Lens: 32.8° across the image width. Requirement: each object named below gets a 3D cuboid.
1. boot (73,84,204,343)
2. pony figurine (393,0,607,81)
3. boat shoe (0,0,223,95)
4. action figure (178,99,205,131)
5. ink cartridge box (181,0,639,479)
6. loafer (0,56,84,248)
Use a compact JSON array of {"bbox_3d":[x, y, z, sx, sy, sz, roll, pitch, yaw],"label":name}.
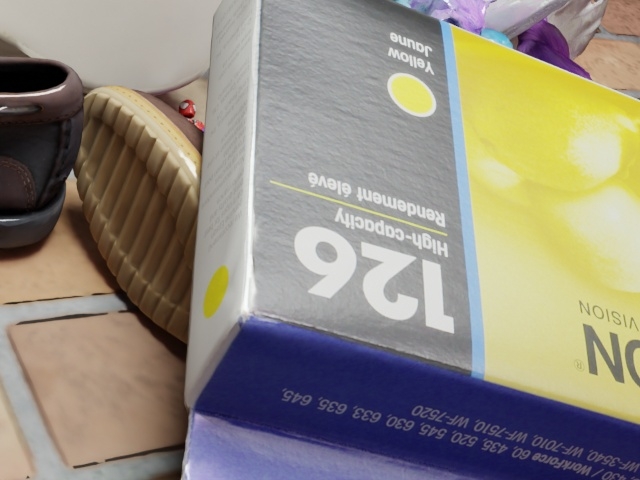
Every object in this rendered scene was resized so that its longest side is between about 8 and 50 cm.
[{"bbox_3d":[0.000,0.000,0.605,0.248,0.090,0.207,49,37,14],"label":"boot"},{"bbox_3d":[0.112,-0.169,0.779,0.363,0.303,0.351,37,67,4],"label":"pony figurine"},{"bbox_3d":[-0.223,-0.164,0.606,0.158,0.127,0.340,15,2,43],"label":"boat shoe"},{"bbox_3d":[-0.075,-0.048,0.658,0.038,0.030,0.115,7,39,-22],"label":"action figure"},{"bbox_3d":[0.089,0.028,0.523,0.303,0.072,0.307,18,48,-23],"label":"ink cartridge box"},{"bbox_3d":[-0.258,-0.074,0.495,0.302,0.095,0.109,11,39,-26],"label":"loafer"}]
